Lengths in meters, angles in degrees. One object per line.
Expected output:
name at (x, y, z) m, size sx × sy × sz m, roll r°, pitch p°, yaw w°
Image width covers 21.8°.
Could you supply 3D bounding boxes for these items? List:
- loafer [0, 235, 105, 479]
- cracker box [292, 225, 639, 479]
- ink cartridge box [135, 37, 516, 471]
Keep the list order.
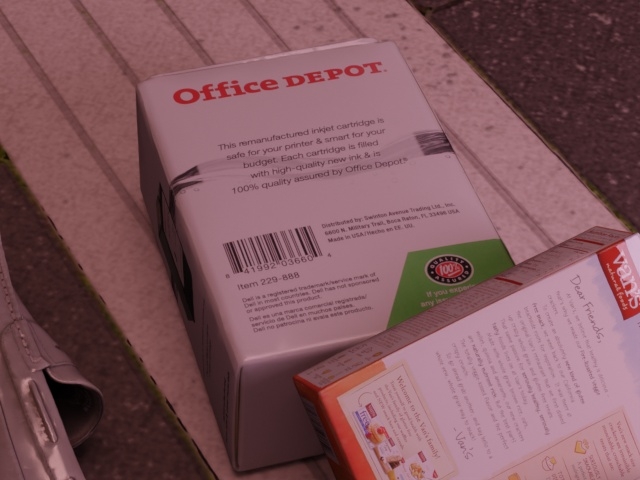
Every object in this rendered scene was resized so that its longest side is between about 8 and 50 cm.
loafer at (-0.200, 0.111, 1.100) m, size 0.111 × 0.112 × 0.319 m, roll -6°, pitch 54°, yaw -15°
cracker box at (0.119, 0.109, 1.054) m, size 0.232 × 0.156 × 0.067 m, roll -25°, pitch 11°, yaw -12°
ink cartridge box at (0.000, 0.000, 1.198) m, size 0.211 × 0.122 × 0.289 m, roll -10°, pitch 48°, yaw -14°
